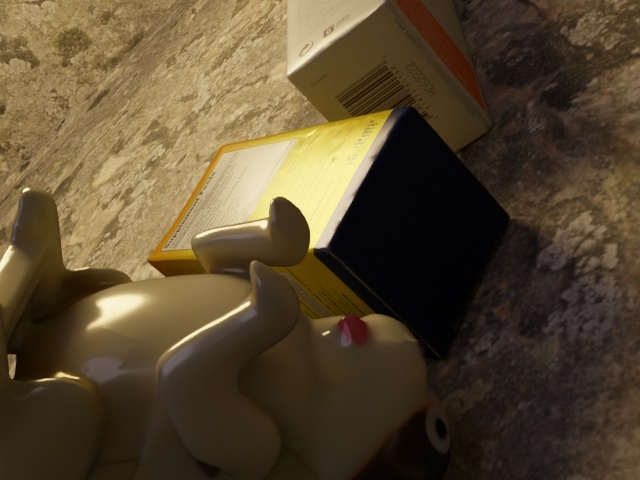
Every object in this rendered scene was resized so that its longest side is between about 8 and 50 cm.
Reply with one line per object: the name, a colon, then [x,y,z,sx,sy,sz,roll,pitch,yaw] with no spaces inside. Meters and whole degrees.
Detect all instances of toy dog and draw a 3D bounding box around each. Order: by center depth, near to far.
toy dog: [-0.088,0.159,0.842,0.284,0.408,0.395,-99,15,-75]

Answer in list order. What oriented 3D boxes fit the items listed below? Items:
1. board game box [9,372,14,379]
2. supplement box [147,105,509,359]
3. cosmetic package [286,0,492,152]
board game box: [-0.338,0.298,1.146,0.064,0.242,0.316,-44,28,8]
supplement box: [0.000,0.000,1.117,0.357,0.195,0.194,-3,50,51]
cosmetic package: [0.083,-0.303,1.356,0.161,0.230,0.453,-34,32,22]
